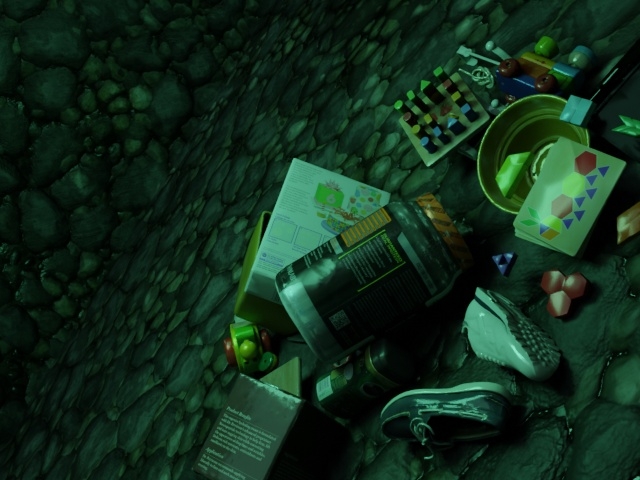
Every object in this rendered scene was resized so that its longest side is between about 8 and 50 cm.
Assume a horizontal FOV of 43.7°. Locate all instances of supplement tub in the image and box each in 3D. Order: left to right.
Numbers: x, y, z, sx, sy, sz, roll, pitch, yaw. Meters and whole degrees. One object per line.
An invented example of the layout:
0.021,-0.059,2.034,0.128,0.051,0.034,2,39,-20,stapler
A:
0.103,0.065,1.499,0.338,0.207,0.207,-31,30,3,supplement tub

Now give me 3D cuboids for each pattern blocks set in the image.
0.403,-0.066,1.303,0.325,0.026,0.285,-58,44,14,pattern blocks set

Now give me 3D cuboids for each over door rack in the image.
0.314,-0.321,1.771,0.239,0.108,0.324,-52,27,3,over door rack

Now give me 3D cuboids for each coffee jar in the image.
0.084,0.256,1.493,0.184,0.096,0.079,-38,34,28,coffee jar

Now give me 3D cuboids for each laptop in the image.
0.572,-0.247,1.371,0.234,0.136,0.264,-49,2,10,laptop

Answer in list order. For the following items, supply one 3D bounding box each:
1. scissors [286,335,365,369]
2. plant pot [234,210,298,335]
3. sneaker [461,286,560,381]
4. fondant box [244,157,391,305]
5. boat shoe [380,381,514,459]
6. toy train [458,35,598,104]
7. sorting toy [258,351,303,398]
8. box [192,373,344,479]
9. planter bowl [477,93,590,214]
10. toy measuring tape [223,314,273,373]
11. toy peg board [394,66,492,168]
0.015,0.210,1.750,0.109,0.021,0.297,-59,25,-7,scissors
-0.091,0.098,1.861,0.187,0.212,0.212,-51,23,39,plant pot
0.299,0.167,1.280,0.095,0.090,0.235,-61,21,15,sneaker
0.000,0.000,1.738,0.096,0.238,0.330,114,175,-53,fondant box
0.193,0.294,1.283,0.254,0.095,0.079,-17,33,38,boat shoe
0.410,-0.349,1.582,0.143,0.105,0.248,-46,52,-10,toy train
-0.076,0.344,1.698,0.132,0.046,0.274,-36,38,33,sorting toy
-0.096,0.390,1.503,0.168,0.167,0.203,15,70,38,box
0.395,-0.143,1.420,0.217,0.090,0.217,-12,72,42,planter bowl
-0.177,0.251,1.942,0.121,0.121,0.330,-55,8,-1,toy measuring tape
0.240,-0.264,1.653,0.161,0.079,0.161,-39,49,18,toy peg board
